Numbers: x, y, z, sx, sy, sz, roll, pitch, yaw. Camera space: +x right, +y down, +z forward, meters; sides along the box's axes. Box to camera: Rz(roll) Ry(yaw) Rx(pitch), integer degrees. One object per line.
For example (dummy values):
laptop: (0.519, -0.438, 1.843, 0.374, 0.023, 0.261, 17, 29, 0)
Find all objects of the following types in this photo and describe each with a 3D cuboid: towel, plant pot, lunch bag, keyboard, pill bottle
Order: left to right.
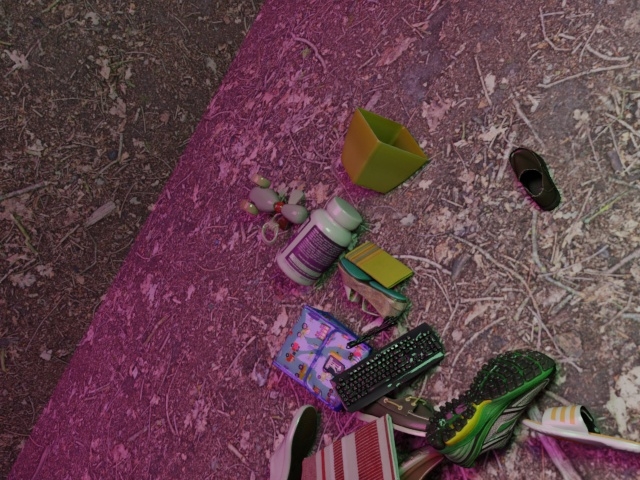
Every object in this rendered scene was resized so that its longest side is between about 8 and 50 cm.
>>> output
pill bottle: (0.000, 0.000, 2.009, 0.301, 0.169, 0.169, -48, 41, 19)
lunch bag: (0.029, 0.372, 1.827, 0.293, 0.138, 0.221, 31, 92, 39)
towel: (0.074, 0.617, 1.507, 0.329, 0.037, 0.237, -39, 36, 29)
plant pot: (0.187, -0.282, 1.942, 0.187, 0.212, 0.212, -55, 38, 29)
towel: (0.180, 0.076, 1.842, 0.102, 0.021, 0.237, -31, 36, -17)
keyboard: (0.167, 0.319, 1.628, 0.317, 0.033, 0.201, -30, 51, -5)

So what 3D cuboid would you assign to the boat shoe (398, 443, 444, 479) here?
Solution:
boat shoe: (0.210, 0.636, 1.479, 0.116, 0.123, 0.324, 46, 110, 18)

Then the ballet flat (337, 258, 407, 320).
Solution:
ballet flat: (0.138, 0.160, 1.823, 0.316, 0.107, 0.106, 37, 111, 51)

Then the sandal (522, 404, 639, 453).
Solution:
sandal: (0.564, 0.388, 1.228, 0.265, 0.102, 0.076, 0, 68, 39)

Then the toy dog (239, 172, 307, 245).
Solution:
toy dog: (-0.168, -0.130, 2.319, 0.220, 0.161, 0.333, -48, 56, 14)

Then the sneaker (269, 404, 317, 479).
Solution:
sneaker: (-0.102, 0.640, 1.813, 0.123, 0.106, 0.290, 8, 77, 47)

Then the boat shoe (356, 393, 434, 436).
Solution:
boat shoe: (0.223, 0.454, 1.552, 0.324, 0.116, 0.096, -5, 69, 53)

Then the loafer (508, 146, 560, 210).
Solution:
loafer: (0.559, -0.179, 1.555, 0.080, 0.078, 0.220, -42, 44, 24)

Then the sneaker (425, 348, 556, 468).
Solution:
sneaker: (0.413, 0.390, 1.379, 0.343, 0.146, 0.134, -41, 19, 5)

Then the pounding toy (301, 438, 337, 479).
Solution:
pounding toy: (0.053, 0.657, 1.643, 0.206, 0.094, 0.181, -14, 59, 41)
